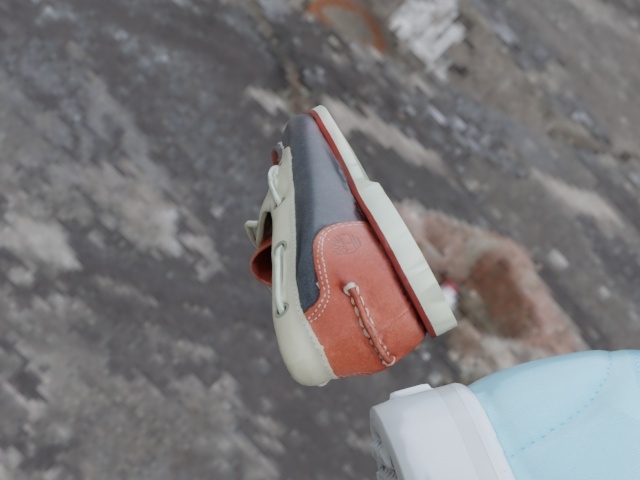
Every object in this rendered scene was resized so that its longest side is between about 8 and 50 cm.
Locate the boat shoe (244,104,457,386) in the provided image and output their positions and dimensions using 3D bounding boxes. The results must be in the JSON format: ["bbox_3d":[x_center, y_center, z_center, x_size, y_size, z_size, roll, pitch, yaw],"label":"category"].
[{"bbox_3d":[0.000,0.000,0.462,0.049,0.043,0.137,59,1,-23],"label":"boat shoe"}]

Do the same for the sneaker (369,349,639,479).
[{"bbox_3d":[0.134,0.165,0.478,0.135,0.150,0.366,76,-7,-51],"label":"sneaker"}]
